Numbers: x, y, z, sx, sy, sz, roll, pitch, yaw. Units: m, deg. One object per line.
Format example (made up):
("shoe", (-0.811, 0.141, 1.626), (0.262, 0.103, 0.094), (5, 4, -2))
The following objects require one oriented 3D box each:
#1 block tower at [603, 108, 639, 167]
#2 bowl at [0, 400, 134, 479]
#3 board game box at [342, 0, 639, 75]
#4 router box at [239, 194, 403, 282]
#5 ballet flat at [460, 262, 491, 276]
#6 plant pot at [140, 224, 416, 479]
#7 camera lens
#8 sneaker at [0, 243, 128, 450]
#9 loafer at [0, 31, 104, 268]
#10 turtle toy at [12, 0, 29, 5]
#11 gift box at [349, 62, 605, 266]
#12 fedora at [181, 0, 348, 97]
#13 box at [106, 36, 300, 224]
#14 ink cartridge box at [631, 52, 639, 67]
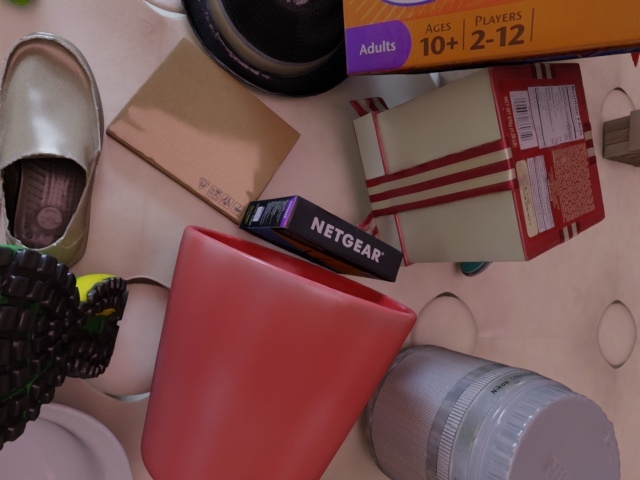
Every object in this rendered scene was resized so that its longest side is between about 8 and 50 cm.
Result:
("block tower", (0.796, -0.217, 0.994), (0.336, 0.097, 0.090), (6, 85, -27))
("bowl", (-0.338, 0.268, 0.378), (0.298, 0.134, 0.297), (-8, 101, -48))
("board game box", (0.254, -0.391, 0.480), (0.356, 0.357, 0.355), (-32, 122, -52))
("router box", (0.000, 0.000, 0.565), (0.179, 0.133, 0.045), (26, 77, -30))
("ballet flat", (0.308, -0.013, 0.768), (0.070, 0.070, 0.188), (29, 79, -22))
("plant pot", (-0.063, 0.141, 0.483), (0.275, 0.275, 0.242), (22, 89, -23))
("camera lens", (0.210, 0.272, 0.588), (0.220, 0.274, 0.219), (1, 88, -26))
("sneaker", (-0.273, 0.073, 0.333), (0.147, 0.343, 0.134), (9, 79, -9))
("loafer", (-0.289, -0.097, 0.463), (0.102, 0.092, 0.268), (-2, 91, -29))
("turtle toy", (-0.345, -0.328, 0.460), (0.095, 0.066, 0.130), (-15, 95, -24))
("gift box", (0.191, -0.104, 0.602), (0.277, 0.258, 0.254), (-12, 93, -34))
("fedora", (-0.025, -0.372, 0.570), (0.335, 0.153, 0.333), (1, 87, -25))
("box", (-0.146, -0.144, 0.574), (0.201, 0.021, 0.164), (37, 73, -20))
("ink cartridge box", (0.532, -0.551, 0.776), (0.308, 0.091, 0.384), (-61, 141, -42))
